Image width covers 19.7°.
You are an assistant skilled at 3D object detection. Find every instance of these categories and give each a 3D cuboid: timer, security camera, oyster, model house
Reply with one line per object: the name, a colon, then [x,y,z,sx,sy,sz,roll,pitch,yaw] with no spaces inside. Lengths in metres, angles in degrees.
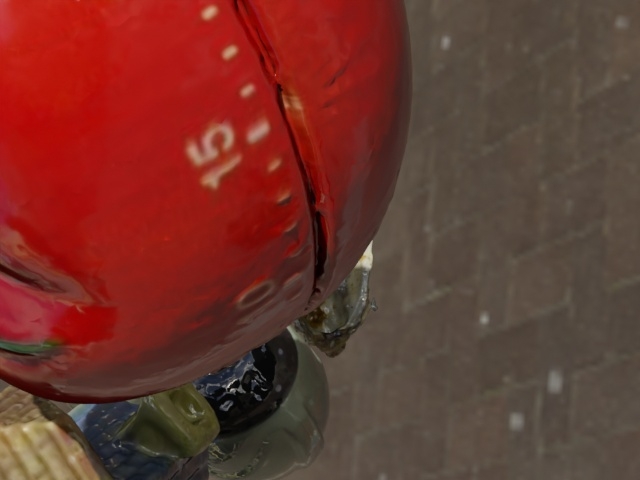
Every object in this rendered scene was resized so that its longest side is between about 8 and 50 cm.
timer: [-0.126,-0.108,0.944,0.378,0.279,0.378,44,158,24]
security camera: [-0.112,0.126,1.745,0.277,0.197,0.191,31,159,31]
oyster: [0.000,0.008,1.519,0.056,0.105,0.177,-10,96,44]
model house: [-0.232,0.196,1.387,0.266,0.261,0.321,-35,0,25]
